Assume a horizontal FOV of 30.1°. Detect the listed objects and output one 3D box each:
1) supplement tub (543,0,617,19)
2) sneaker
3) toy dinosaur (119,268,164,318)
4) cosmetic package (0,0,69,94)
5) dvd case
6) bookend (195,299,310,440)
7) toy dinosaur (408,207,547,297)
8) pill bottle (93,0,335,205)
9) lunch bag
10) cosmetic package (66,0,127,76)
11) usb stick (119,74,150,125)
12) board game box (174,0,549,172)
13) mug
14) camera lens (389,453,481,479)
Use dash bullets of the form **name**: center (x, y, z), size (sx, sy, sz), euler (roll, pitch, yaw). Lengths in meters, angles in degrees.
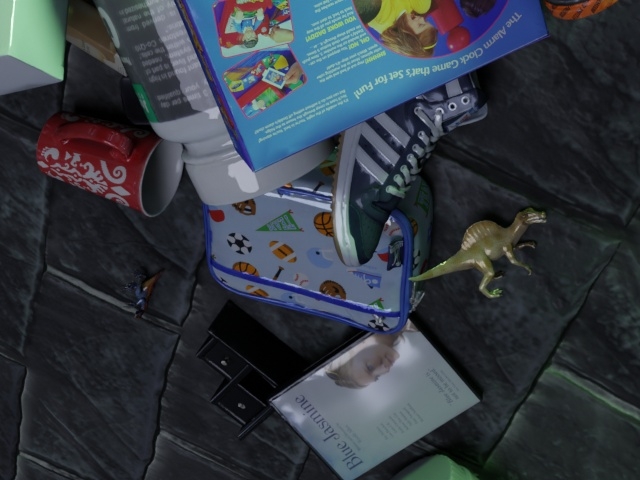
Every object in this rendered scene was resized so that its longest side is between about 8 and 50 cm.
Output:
- **supplement tub**: center (0.222, -0.311, 1.123), size (0.117, 0.117, 0.190), euler (-13, 130, 33)
- **sneaker**: center (0.103, -0.103, 1.339), size (0.153, 0.099, 0.282), euler (8, 92, 14)
- **toy dinosaur**: center (-0.264, 0.085, 1.772), size (0.090, 0.047, 0.082), euler (-4, 142, 16)
- **cosmetic package**: center (-0.462, -0.302, 1.411), size (0.377, 0.284, 0.097), euler (-7, 165, 30)
- **dvd case**: center (0.074, 0.220, 1.668), size (0.253, 0.022, 0.180), euler (-36, 106, 21)
- **bookend**: center (-0.126, 0.195, 1.765), size (0.157, 0.072, 0.156), euler (40, 132, -6)
- **toy dinosaur**: center (0.201, 0.021, 1.469), size (0.183, 0.053, 0.093), euler (-29, 114, 6)
- **pill bottle**: center (-0.126, -0.235, 1.316), size (0.204, 0.204, 0.361), euler (-11, 111, 32)
- **lunch bag**: center (0.000, 0.000, 1.529), size (0.303, 0.115, 0.243), euler (16, 133, 16)
- **cosmetic package**: center (-0.282, -0.260, 1.494), size (0.115, 0.041, 0.060), euler (31, 165, 2)
- **usb stick**: center (-0.129, -0.181, 1.495), size (0.278, 0.045, 0.077), euler (2, 118, 25)
- **board game box**: center (0.038, -0.249, 1.195), size (0.347, 0.078, 0.233), euler (-25, 119, -8)
- **mug**: center (-0.283, -0.122, 1.573), size (0.169, 0.113, 0.150), euler (17, 137, 19)
- **camera lens**: center (0.206, 0.474, 1.721), size (0.274, 0.219, 0.219), euler (46, 131, -12)
